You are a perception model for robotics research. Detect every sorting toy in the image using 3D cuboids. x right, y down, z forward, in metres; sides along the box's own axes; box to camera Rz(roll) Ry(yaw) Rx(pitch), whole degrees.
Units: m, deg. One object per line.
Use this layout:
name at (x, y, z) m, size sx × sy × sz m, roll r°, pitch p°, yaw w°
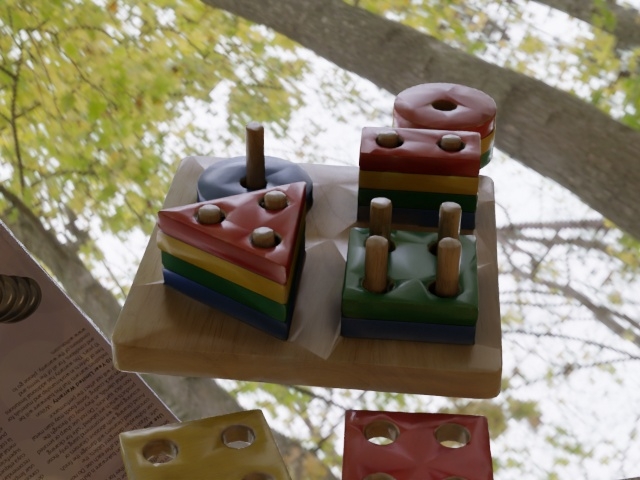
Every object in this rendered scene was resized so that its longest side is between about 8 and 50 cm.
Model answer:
sorting toy at (0.000, 0.000, 0.451) m, size 0.132 × 0.274 × 0.046 m, roll 4°, pitch -57°, yaw 4°

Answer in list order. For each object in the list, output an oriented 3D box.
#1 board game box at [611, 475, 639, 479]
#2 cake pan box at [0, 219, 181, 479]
board game box at (0.378, 0.307, 1.048) m, size 0.347 × 0.233 × 0.078 m, roll -2°, pitch -38°, yaw -30°
cake pan box at (-0.240, 0.137, 0.760) m, size 0.267 × 0.246 × 0.070 m, roll -40°, pitch -13°, yaw -26°
